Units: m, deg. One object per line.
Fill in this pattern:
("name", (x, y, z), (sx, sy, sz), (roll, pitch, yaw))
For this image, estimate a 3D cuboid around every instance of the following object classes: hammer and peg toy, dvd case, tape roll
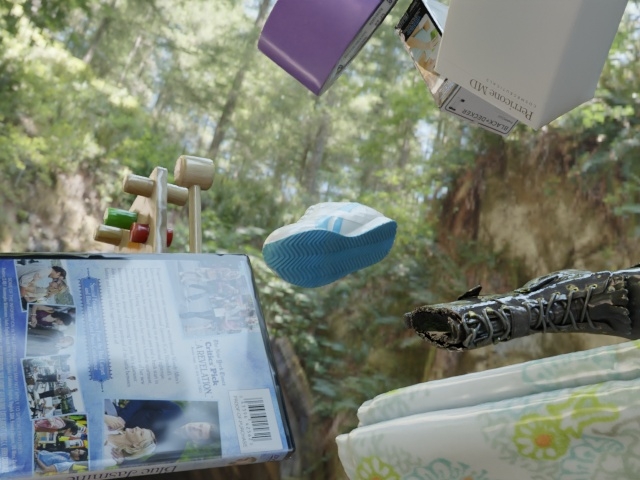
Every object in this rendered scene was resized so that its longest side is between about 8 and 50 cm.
("hammer and peg toy", (-0.321, 0.005, 1.572), (0.127, 0.266, 0.361), (13, -36, -27))
("dvd case", (-0.154, 0.087, 0.629), (0.253, 0.180, 0.022), (1, -36, -26))
("tape roll", (0.024, -0.243, 0.852), (0.080, 0.189, 0.189), (37, -33, -2))

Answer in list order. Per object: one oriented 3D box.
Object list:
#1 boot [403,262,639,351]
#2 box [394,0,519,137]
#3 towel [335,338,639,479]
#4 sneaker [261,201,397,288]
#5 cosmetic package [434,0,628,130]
("boot", (0.241, 0.084, 0.917), (0.229, 0.091, 0.263), (-8, 0, -27))
("box", (0.265, -0.332, 1.597), (0.169, 0.290, 0.087), (17, -54, -29))
("towel", (0.236, 0.239, 0.715), (0.374, 0.090, 0.320), (-18, -64, 31))
("sneaker", (0.000, 0.000, 1.140), (0.092, 0.087, 0.228), (31, 26, 35))
("cosmetic package", (0.298, -0.357, 1.109), (0.197, 0.155, 0.366), (37, -42, 29))
